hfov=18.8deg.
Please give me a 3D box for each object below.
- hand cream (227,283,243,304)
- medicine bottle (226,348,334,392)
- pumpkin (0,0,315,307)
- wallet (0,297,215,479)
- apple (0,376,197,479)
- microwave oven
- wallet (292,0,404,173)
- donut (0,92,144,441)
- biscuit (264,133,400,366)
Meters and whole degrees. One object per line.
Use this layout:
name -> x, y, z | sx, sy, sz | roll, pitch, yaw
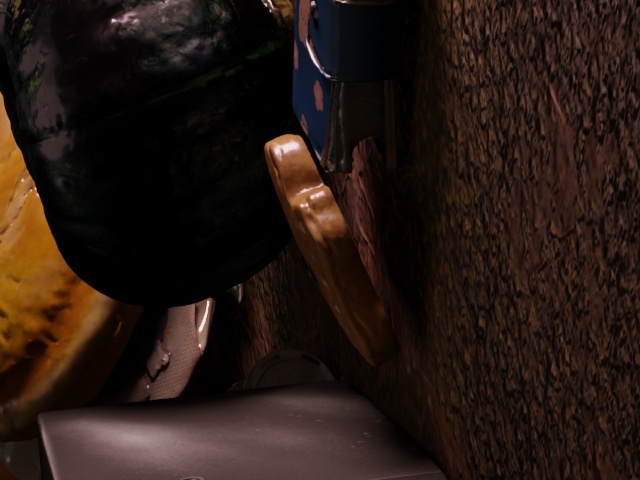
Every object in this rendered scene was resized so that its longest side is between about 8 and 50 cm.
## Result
hand cream -> -0.117, -0.013, 1.902 | 0.276, 0.059, 0.095 | -144, 44, -69
medicine bottle -> -0.040, 0.133, 1.568 | 0.218, 0.074, 0.074 | 140, 124, -78
pumpkin -> -0.121, -0.115, 1.469 | 0.315, 0.238, 0.315 | 157, 90, -84
wallet -> -0.228, 0.131, 1.951 | 0.275, 0.068, 0.335 | 35, 101, 45
apple -> -0.278, 0.203, 2.206 | 0.275, 0.299, 0.299 | 36, 133, 49
microwave oven -> -0.051, 0.343, 1.313 | 0.374, 0.236, 0.432 | -147, 53, -74
wallet -> 0.015, -0.154, 1.205 | 0.141, 0.059, 0.202 | -118, 26, -57
donut -> -0.311, -0.008, 1.915 | 0.449, 0.198, 0.449 | -26, 52, 39
biscuit -> 0.000, 0.000, 1.284 | 0.166, 0.036, 0.225 | 64, 179, -22
